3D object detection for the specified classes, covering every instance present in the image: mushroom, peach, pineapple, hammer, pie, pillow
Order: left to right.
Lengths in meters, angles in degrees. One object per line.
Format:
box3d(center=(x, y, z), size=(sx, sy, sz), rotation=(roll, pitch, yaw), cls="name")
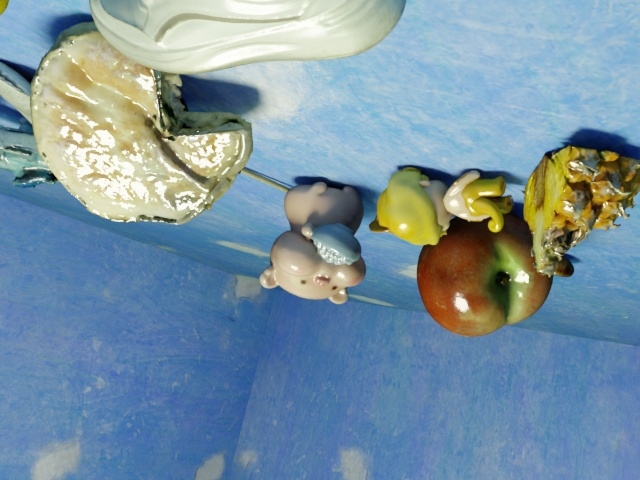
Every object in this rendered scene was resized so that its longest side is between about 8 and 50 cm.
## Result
box3d(center=(-0.520, -0.241, 1.082), size=(0.128, 0.051, 0.229), rotation=(43, 168, 0), cls="pillow")
box3d(center=(-0.270, -0.153, 0.869), size=(0.337, 0.075, 0.337), rotation=(2, 132, 2), cls="pie")
box3d(center=(-0.107, -0.128, 1.284), size=(0.195, 0.028, 0.060), rotation=(21, 160, -29), cls="hammer")
box3d(center=(0.304, 0.056, 1.135), size=(0.252, 0.252, 0.252), rotation=(13, 169, 3), cls="peach")
box3d(center=(0.506, 0.067, 1.355), size=(0.129, 0.073, 0.088), rotation=(-22, 180, 5), cls="mushroom")
box3d(center=(0.372, -0.032, 0.835), size=(0.140, 0.164, 0.250), rotation=(5, 165, 5), cls="pineapple")

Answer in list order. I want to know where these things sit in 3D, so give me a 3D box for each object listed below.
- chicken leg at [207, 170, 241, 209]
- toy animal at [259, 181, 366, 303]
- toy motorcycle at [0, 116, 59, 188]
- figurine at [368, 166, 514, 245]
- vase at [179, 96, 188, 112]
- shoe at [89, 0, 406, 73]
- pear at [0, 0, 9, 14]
box3d(center=(-0.232, -0.128, 1.245), size=(0.085, 0.101, 0.207), rotation=(23, 157, -36), cls="chicken leg")
box3d(center=(-0.007, -0.004, 1.249), size=(0.210, 0.221, 0.229), rotation=(11, 142, -22), cls="toy animal")
box3d(center=(-0.613, -0.188, 1.245), size=(0.260, 0.154, 0.206), rotation=(6, 177, -29), cls="toy motorcycle")
box3d(center=(0.196, -0.057, 1.019), size=(0.246, 0.131, 0.156), rotation=(-10, 120, 38), cls="figurine")
box3d(center=(-0.289, -0.183, 1.044), size=(0.115, 0.115, 0.237), rotation=(17, 173, -15), cls="vase")
box3d(center=(-0.093, -0.232, 0.498), size=(0.316, 0.124, 0.159), rotation=(4, 167, 19), cls="shoe")
box3d(center=(-0.358, -0.272, 0.530), size=(0.149, 0.149, 0.162), rotation=(8, 158, 26), cls="pear")
